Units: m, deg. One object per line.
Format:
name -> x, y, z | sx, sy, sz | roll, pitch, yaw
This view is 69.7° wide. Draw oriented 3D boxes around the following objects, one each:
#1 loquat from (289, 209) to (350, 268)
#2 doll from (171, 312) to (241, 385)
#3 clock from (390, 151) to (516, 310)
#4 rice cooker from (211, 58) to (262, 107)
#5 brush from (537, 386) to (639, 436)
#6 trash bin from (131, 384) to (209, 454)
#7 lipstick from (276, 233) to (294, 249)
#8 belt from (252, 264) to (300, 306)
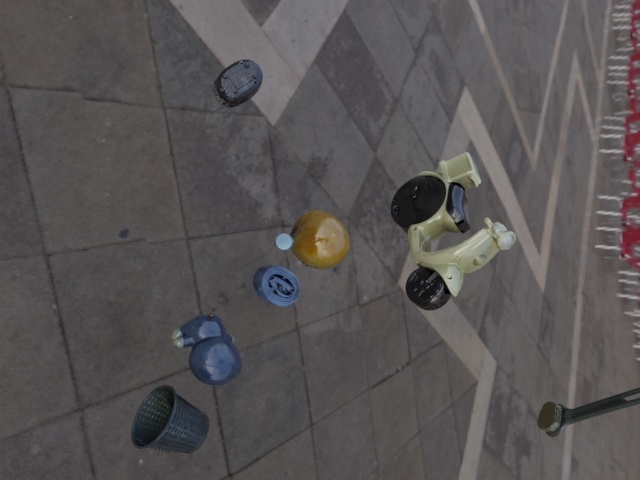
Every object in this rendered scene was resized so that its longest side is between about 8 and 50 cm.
loquat -> 0.000, 0.000, 1.972 | 0.263, 0.263, 0.262 | 5, 83, -50
doll -> -0.362, 0.365, 1.530 | 0.228, 0.154, 0.258 | 9, 43, -45
clock -> 0.316, -0.031, 1.147 | 0.120, 0.277, 0.378 | 37, 35, -45
rice cooker -> -0.258, -0.494, 1.448 | 0.165, 0.106, 0.112 | -40, 99, -13
brush -> 0.451, 0.266, 0.744 | 0.027, 0.266, 0.062 | 30, 52, -2
trash bin -> -0.409, 0.515, 1.286 | 0.161, 0.176, 0.175 | 45, 55, -37
lipstick -> -0.105, 0.005, 1.374 | 0.158, 0.048, 0.047 | 129, -41, -88
belt -> -0.164, 0.173, 1.735 | 0.190, 0.082, 0.141 | 37, 68, -35
